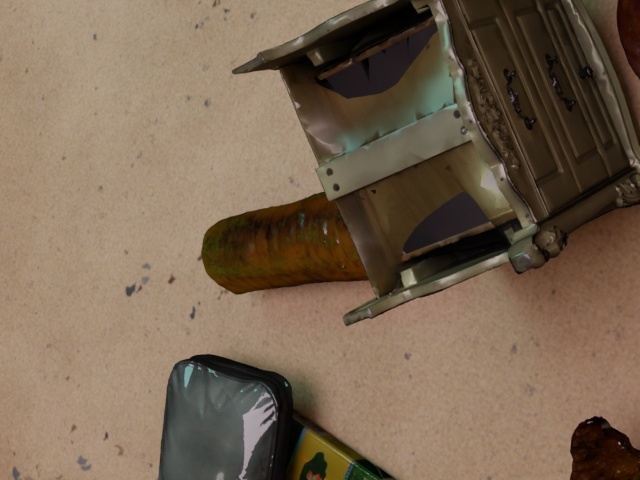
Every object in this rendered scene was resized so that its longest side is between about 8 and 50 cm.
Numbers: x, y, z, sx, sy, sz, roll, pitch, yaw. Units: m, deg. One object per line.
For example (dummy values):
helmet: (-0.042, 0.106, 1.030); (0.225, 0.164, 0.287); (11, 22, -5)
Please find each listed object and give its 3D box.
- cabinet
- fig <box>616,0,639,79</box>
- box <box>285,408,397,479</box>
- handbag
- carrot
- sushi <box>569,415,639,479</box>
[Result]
cabinet: (0.131, -0.110, 1.281); (0.227, 0.318, 0.290); (-22, 91, 34)
fig: (0.393, -0.214, 1.205); (0.235, 0.214, 0.235); (33, 136, 39)
box: (-0.010, 0.293, 1.575); (0.235, 0.034, 0.132); (29, 104, 37)
handbag: (-0.128, 0.311, 1.608); (0.192, 0.075, 0.332); (11, 94, 37)
carrot: (0.000, 0.000, 1.554); (0.302, 0.114, 0.114); (-10, 79, 41)
sushi: (0.323, 0.317, 1.245); (0.179, 0.167, 0.296); (-42, 52, 53)
